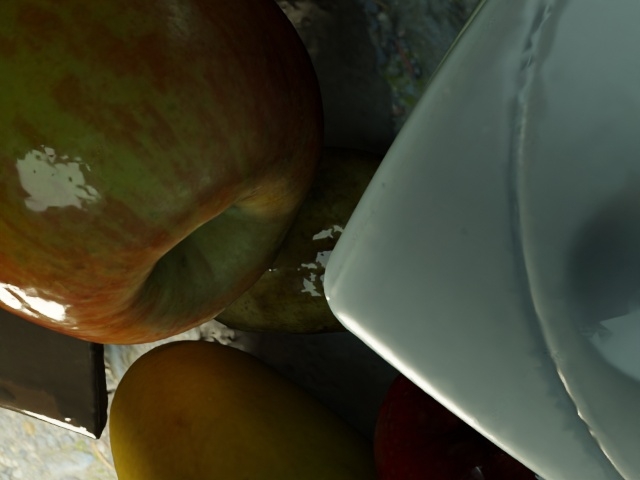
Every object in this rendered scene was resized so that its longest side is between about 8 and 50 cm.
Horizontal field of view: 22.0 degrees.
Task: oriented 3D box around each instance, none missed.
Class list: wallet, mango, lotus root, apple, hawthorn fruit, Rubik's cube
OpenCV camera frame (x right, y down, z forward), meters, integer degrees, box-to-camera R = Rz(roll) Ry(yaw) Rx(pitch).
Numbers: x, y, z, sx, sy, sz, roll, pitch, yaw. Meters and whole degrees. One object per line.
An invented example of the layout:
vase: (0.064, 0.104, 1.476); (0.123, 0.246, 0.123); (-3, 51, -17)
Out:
wallet: (-0.335, 0.076, 1.536); (0.310, 0.042, 0.165); (14, 119, 22)
mango: (-0.010, 0.262, 1.355); (0.232, 0.300, 0.445); (-39, 78, 1)
lotus root: (0.000, 0.000, 1.281); (0.260, 0.128, 0.145); (-10, 104, 29)
apple: (-0.150, -0.086, 1.132); (0.302, 0.301, 0.301); (12, 122, 19)
hawthorn fruit: (0.184, 0.166, 1.248); (0.230, 0.266, 0.210); (20, 90, 43)
Rubik's cube: (0.246, -0.055, 0.986); (0.352, 0.351, 0.347); (33, 126, 0)
